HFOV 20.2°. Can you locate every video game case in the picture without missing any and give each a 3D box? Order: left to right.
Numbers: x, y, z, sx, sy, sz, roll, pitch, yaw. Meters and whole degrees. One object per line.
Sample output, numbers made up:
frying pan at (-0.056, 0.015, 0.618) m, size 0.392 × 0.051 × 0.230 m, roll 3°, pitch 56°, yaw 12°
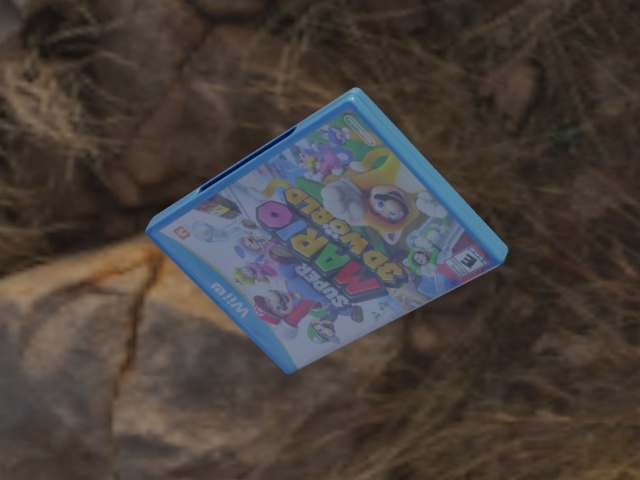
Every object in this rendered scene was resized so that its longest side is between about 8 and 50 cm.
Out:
video game case at (0.000, 0.000, 0.947) m, size 0.166 × 0.119 × 0.015 m, roll -30°, pitch 22°, yaw 39°
